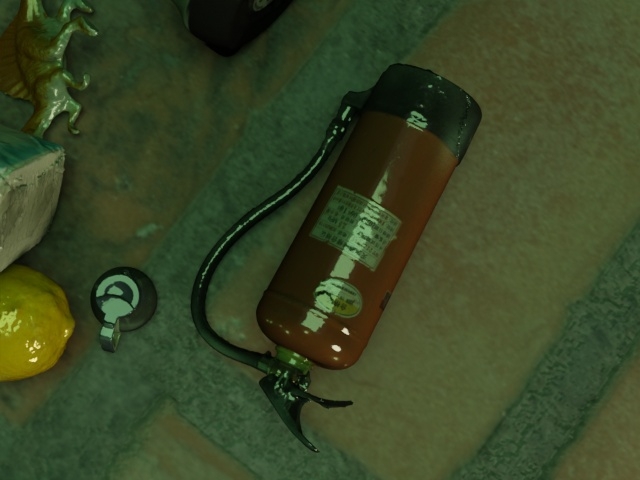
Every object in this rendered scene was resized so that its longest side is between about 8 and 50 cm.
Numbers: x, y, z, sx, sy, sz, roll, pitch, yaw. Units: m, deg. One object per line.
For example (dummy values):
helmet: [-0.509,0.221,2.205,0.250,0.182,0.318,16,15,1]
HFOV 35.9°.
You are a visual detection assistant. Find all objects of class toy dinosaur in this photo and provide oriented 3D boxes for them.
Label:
toy dinosaur: [-0.297,-0.198,1.032,0.142,0.057,0.212,-38,72,11]

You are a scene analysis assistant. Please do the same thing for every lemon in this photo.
lemon: [-0.311,0.077,0.946,0.155,0.114,0.114,5,80,1]

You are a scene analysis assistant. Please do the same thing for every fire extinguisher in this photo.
fire extinguisher: [0.007,0.005,0.992,0.200,0.113,0.376,16,75,43]

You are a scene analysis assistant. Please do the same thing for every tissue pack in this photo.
tissue pack: [-0.396,-0.067,0.916,0.271,0.201,0.124,18,102,0]

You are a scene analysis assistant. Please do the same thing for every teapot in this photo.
teapot: [-0.201,0.067,0.980,0.066,0.057,0.088,15,80,1]

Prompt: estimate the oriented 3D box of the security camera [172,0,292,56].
security camera: [-0.139,-0.346,0.986,0.277,0.191,0.197,41,83,5]
